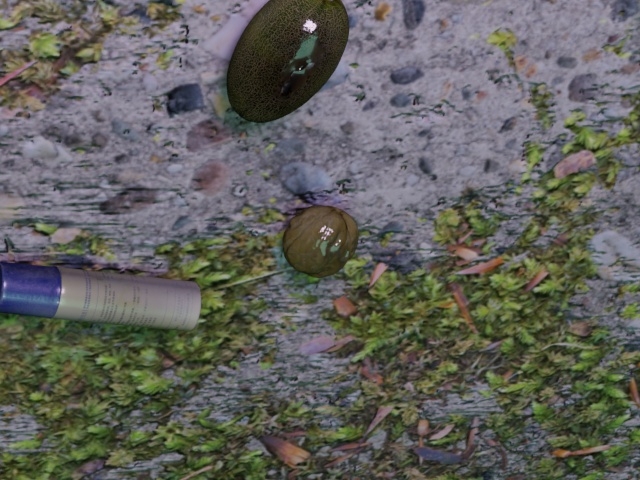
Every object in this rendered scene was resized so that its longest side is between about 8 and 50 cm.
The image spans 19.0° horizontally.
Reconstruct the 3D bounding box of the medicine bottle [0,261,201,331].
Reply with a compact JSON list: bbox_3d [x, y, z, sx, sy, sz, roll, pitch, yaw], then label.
[{"bbox_3d":[-0.249,0.063,2.124,0.231,0.059,0.059,7,129,-24],"label":"medicine bottle"}]

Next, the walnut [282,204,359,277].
[{"bbox_3d":[0.000,0.000,2.138,0.092,0.092,0.092,-10,135,-10],"label":"walnut"}]

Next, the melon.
[{"bbox_3d":[-0.035,-0.187,1.933,0.099,0.099,0.162,19,123,-32],"label":"melon"}]
